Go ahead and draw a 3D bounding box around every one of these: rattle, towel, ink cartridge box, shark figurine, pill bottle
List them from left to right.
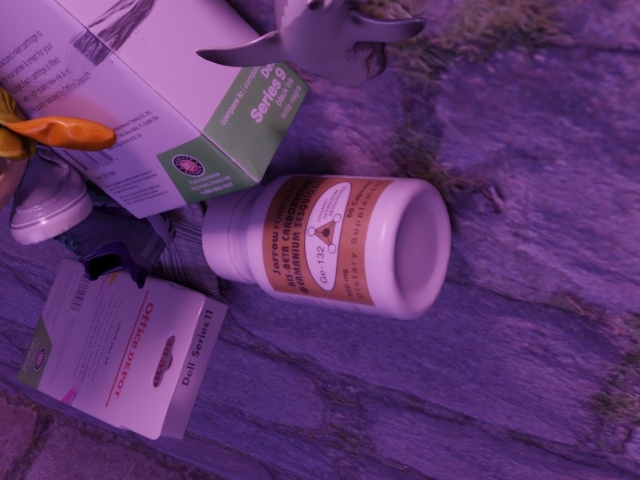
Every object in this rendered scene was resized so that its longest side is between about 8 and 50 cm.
[{"bbox_3d":[-0.273,-0.021,0.638,0.142,0.200,0.130,27,154,1],"label":"rattle"},{"bbox_3d":[-0.186,-0.162,0.671,0.211,0.122,0.289,-8,137,49],"label":"ink cartridge box"},{"bbox_3d":[-0.272,-0.046,1.020,0.312,0.056,0.324,21,151,10],"label":"towel"},{"bbox_3d":[-0.269,0.155,1.143,0.353,0.207,0.119,9,167,42],"label":"ink cartridge box"},{"bbox_3d":[0.000,0.000,0.782,0.229,0.131,0.131,5,146,35],"label":"pill bottle"},{"bbox_3d":[0.015,-0.187,0.493,0.166,0.116,0.278,-2,169,-20],"label":"shark figurine"}]

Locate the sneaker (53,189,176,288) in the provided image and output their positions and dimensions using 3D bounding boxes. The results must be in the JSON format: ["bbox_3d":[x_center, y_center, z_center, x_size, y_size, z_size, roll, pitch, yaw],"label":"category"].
[{"bbox_3d":[-0.289,-0.007,0.953,0.223,0.098,0.083,10,151,24],"label":"sneaker"}]

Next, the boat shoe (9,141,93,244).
[{"bbox_3d":[-0.276,-0.070,0.784,0.227,0.079,0.081,-117,6,-62],"label":"boat shoe"}]
